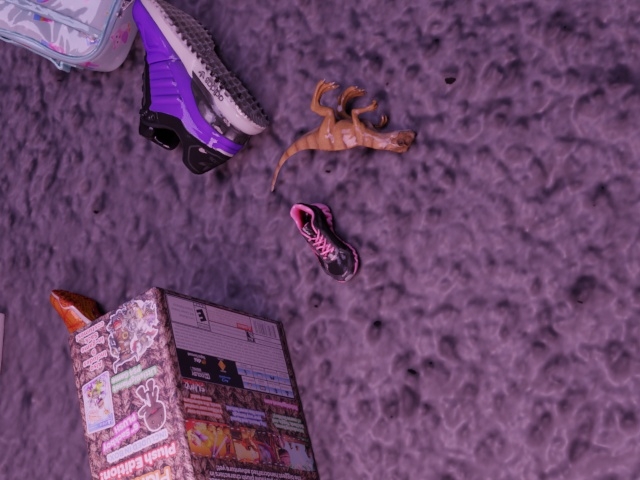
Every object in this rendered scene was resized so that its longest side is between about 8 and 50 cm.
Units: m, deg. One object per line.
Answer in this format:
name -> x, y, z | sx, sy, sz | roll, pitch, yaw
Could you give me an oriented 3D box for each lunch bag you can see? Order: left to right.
lunch bag -> -0.375, -0.363, 1.892 | 0.279, 0.108, 0.224 | 22, 88, 16

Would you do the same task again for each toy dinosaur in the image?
toy dinosaur -> 0.011, -0.131, 1.627 | 0.212, 0.064, 0.112 | -6, 75, 35

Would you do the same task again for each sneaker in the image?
sneaker -> -0.314, 0.120, 1.791 | 0.175, 0.064, 0.067 | 39, 111, 39
sneaker -> -0.197, -0.202, 1.772 | 0.146, 0.102, 0.293 | -46, 56, 17
sneaker -> 0.000, 0.000, 1.602 | 0.047, 0.057, 0.119 | -43, 58, 16

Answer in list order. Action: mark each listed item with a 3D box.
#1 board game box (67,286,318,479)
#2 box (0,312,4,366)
board game box -> -0.135, 0.228, 1.524 | 0.141, 0.232, 0.291 | -29, 62, 27
box -> -0.551, 0.137, 1.886 | 0.130, 0.170, 0.091 | -11, 69, 33
